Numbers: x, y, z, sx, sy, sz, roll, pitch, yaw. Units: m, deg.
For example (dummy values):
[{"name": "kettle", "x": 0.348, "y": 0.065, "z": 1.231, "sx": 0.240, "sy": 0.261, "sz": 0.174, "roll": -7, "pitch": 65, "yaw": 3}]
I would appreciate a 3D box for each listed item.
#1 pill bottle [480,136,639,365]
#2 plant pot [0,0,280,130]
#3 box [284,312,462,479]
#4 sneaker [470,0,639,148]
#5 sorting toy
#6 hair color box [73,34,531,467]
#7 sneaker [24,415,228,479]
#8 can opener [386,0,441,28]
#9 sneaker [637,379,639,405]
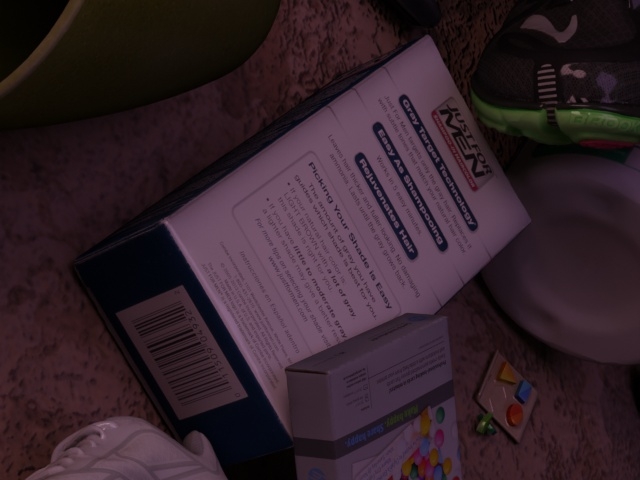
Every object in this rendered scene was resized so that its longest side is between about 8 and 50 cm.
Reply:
[{"name": "pill bottle", "x": 0.291, "y": -0.075, "z": 1.492, "sx": 0.204, "sy": 0.204, "sz": 0.361, "roll": 53, "pitch": 44, "yaw": -16}, {"name": "plant pot", "x": -0.152, "y": -0.184, "z": 1.062, "sx": 0.293, "sy": 0.274, "sz": 0.275, "roll": 9, "pitch": 66, "yaw": -61}, {"name": "box", "x": 0.041, "y": 0.155, "z": 1.129, "sx": 0.145, "sy": 0.038, "sz": 0.186, "roll": -19, "pitch": 108, "yaw": -52}, {"name": "sneaker", "x": 0.239, "y": -0.233, "z": 1.371, "sx": 0.483, "sy": 0.185, "sz": 0.202, "roll": -58, "pitch": 148, "yaw": -48}, {"name": "sorting toy", "x": 0.151, "y": 0.137, "z": 1.400, "sx": 0.062, "sy": 0.012, "sz": 0.083, "roll": 48, "pitch": 45, "yaw": -21}, {"name": "hair color box", "x": 0.000, "y": 0.000, "z": 1.229, "sx": 0.347, "sy": 0.105, "sz": 0.174, "roll": -38, "pitch": 102, "yaw": -47}, {"name": "sneaker", "x": -0.139, "y": 0.164, "z": 1.008, "sx": 0.292, "sy": 0.110, "sz": 0.118, "roll": 18, "pitch": 49, "yaw": -60}, {"name": "can opener", "x": 0.031, "y": -0.242, "z": 1.409, "sx": 0.186, "sy": 0.073, "sz": 0.059, "roll": 40, "pitch": 7, "yaw": -26}, {"name": "sneaker", "x": 0.395, "y": 0.217, "z": 1.557, "sx": 0.130, "sy": 0.109, "sz": 0.286, "roll": -20, "pitch": 90, "yaw": -55}]
